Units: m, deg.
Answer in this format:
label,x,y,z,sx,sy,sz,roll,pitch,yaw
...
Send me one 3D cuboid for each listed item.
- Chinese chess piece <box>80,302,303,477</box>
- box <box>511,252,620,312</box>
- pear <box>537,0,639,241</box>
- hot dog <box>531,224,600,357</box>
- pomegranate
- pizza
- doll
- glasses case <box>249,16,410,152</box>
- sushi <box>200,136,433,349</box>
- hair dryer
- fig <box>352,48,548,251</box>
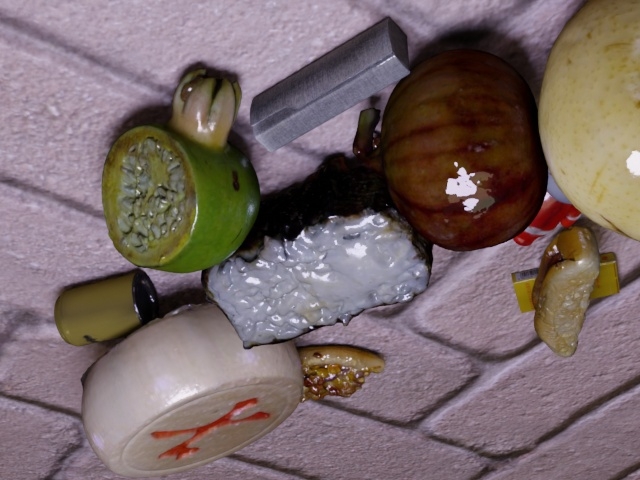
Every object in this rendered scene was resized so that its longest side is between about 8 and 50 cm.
label,x,y,z,sx,sy,sz,roll,pitch,yaw
Chinese chess piece,-0.191,0.229,1.582,0.338,0.141,0.338,-21,152,-12
box,0.375,0.066,1.600,0.155,0.023,0.087,-13,137,11
pear,0.388,-0.140,1.147,0.309,0.309,0.309,-2,141,-2
hot dog,0.350,0.077,1.532,0.073,0.084,0.243,2,138,1
pomegranate,-0.161,-0.082,1.296,0.189,0.241,0.159,-5,-179,40
pizza,-0.015,0.224,1.736,0.246,0.058,0.127,-3,141,3
doll,0.317,-0.067,1.395,0.142,0.076,0.245,10,144,-27
glasses case,0.009,-0.183,1.236,0.205,0.071,0.047,-26,132,26
sushi,0.000,0.000,1.375,0.343,0.182,0.196,-23,135,20
hair dryer,-0.286,0.152,1.619,0.134,0.090,0.279,-14,145,12
fig,0.165,-0.100,1.225,0.214,0.235,0.235,-35,133,13
